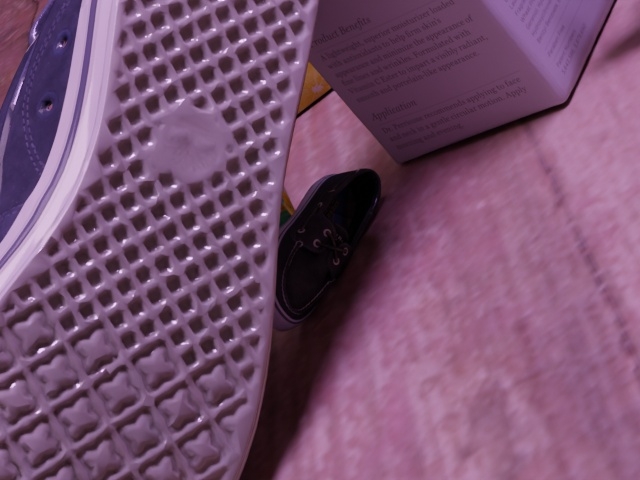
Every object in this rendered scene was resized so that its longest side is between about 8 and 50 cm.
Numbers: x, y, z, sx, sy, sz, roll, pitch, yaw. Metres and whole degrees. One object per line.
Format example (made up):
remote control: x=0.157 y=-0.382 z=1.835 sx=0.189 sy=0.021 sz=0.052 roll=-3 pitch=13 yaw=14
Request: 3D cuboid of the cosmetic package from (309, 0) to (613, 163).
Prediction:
cosmetic package: x=0.073 y=-0.178 z=1.103 sx=0.151 sy=0.183 sz=0.151 roll=-18 pitch=32 yaw=43

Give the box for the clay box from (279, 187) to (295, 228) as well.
clay box: x=-0.092 y=-0.027 z=1.229 sx=0.127 sy=0.053 sz=0.222 roll=-33 pitch=30 yaw=4

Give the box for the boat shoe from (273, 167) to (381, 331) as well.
boat shoe: x=0.000 y=0.000 z=1.078 sx=0.040 sy=0.049 sz=0.142 roll=-23 pitch=27 yaw=37

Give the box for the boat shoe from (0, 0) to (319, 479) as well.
boat shoe: x=-0.125 y=0.018 z=0.976 sx=0.156 sy=0.187 sz=0.500 roll=-19 pitch=54 yaw=61

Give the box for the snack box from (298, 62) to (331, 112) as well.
snack box: x=-0.064 y=-0.177 z=1.335 sx=0.207 sy=0.174 sz=0.070 roll=-36 pitch=22 yaw=12
